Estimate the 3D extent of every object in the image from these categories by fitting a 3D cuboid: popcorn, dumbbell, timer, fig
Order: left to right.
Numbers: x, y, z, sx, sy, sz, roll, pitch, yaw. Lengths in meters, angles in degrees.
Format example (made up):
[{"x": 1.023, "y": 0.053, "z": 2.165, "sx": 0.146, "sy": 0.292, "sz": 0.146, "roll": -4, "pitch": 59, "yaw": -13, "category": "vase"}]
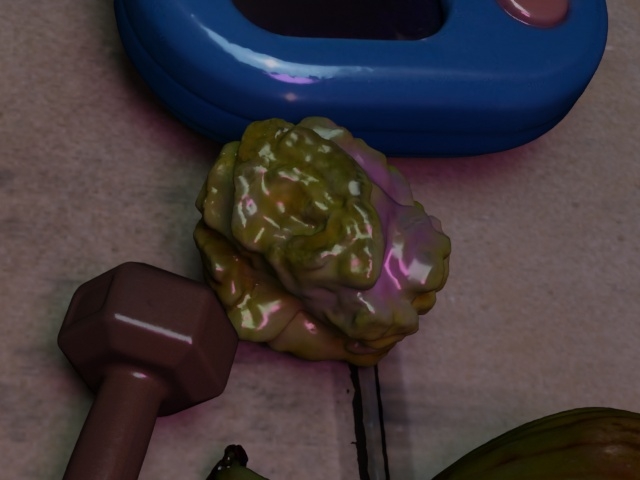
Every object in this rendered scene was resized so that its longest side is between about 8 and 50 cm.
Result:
[{"x": -0.109, "y": 0.119, "z": 0.736, "sx": 0.082, "sy": 0.092, "sz": 0.231, "roll": 37, "pitch": 49, "yaw": -26, "category": "dumbbell"}, {"x": 0.000, "y": 0.000, "z": 0.830, "sx": 0.145, "sy": 0.126, "sz": 0.126, "roll": 25, "pitch": 46, "yaw": -8, "category": "popcorn"}, {"x": 0.014, "y": -0.200, "z": 0.974, "sx": 0.309, "sy": 0.115, "sz": 0.340, "roll": 0, "pitch": 57, "yaw": -19, "category": "timer"}, {"x": 0.072, "y": 0.139, "z": 0.749, "sx": 0.259, "sy": 0.151, "sz": 0.151, "roll": 15, "pitch": 54, "yaw": -4, "category": "fig"}]
